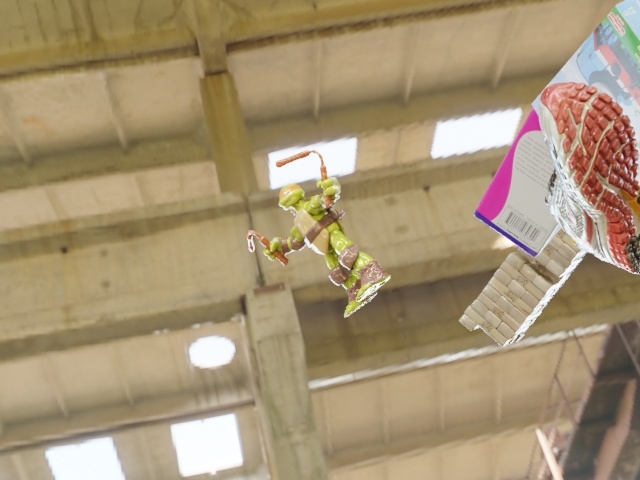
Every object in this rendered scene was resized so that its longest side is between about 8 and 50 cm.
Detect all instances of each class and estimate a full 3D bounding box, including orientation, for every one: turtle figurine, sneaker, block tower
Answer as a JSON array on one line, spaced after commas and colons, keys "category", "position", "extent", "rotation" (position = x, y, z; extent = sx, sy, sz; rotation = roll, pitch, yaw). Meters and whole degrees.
[{"category": "turtle figurine", "position": [0.000, 0.000, 1.401], "extent": [0.087, 0.217, 0.269], "rotation": [-29, -14, -39]}, {"category": "sneaker", "position": [0.241, -0.053, 0.912], "extent": [0.088, 0.093, 0.225], "rotation": [-51, -49, -21]}, {"category": "block tower", "position": [0.374, 0.030, 1.637], "extent": [0.335, 0.097, 0.091], "rotation": [-55, -21, 21]}]

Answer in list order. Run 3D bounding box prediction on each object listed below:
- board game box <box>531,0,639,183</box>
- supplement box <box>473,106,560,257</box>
[{"category": "board game box", "position": [0.324, -0.138, 1.059], "extent": [0.039, 0.160, 0.211], "rotation": [-27, -12, -19]}, {"category": "supplement box", "position": [0.319, -0.103, 1.352], "extent": [0.114, 0.111, 0.220], "rotation": [-40, -19, -42]}]
